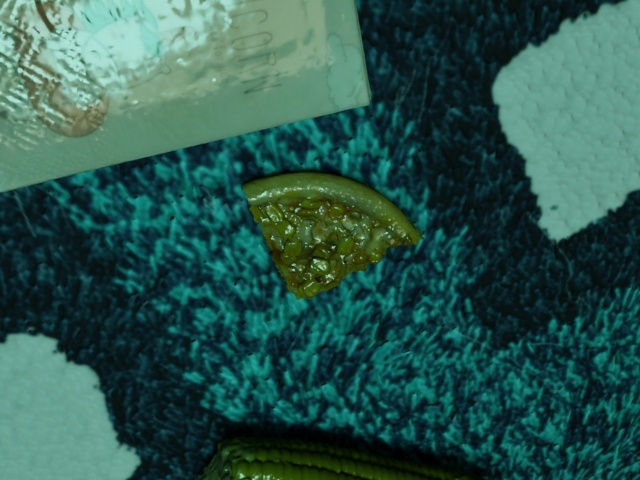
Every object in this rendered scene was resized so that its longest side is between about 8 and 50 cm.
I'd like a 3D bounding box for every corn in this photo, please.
[{"bbox_3d":[0.042,0.278,0.729,0.345,0.131,0.131,19,108,-18],"label":"corn"}]

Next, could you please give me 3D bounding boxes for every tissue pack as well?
[{"bbox_3d":[-0.132,-0.148,0.535,0.326,0.071,0.170,-14,113,-6],"label":"tissue pack"}]

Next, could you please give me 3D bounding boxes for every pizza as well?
[{"bbox_3d":[0.000,0.000,0.646,0.178,0.041,0.131,27,106,-22],"label":"pizza"}]
